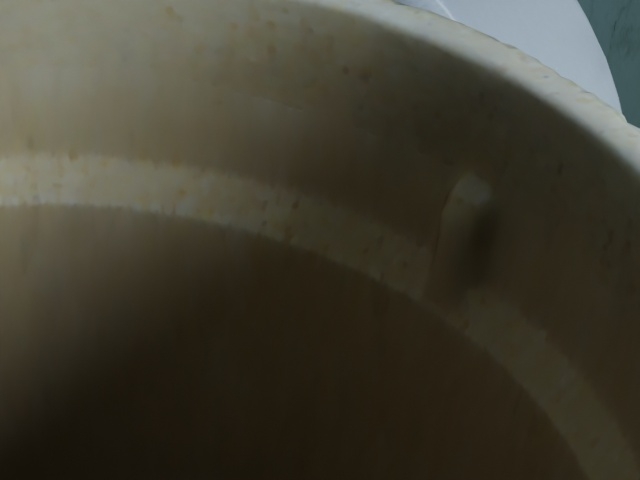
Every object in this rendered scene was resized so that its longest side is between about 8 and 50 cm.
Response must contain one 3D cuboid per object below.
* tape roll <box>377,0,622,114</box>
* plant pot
[{"bbox_3d":[-0.019,-0.016,0.616,0.072,0.219,0.219,-36,130,-56],"label":"tape roll"},{"bbox_3d":[-0.070,0.141,0.499,0.334,0.333,0.305,-51,152,-46],"label":"plant pot"}]
